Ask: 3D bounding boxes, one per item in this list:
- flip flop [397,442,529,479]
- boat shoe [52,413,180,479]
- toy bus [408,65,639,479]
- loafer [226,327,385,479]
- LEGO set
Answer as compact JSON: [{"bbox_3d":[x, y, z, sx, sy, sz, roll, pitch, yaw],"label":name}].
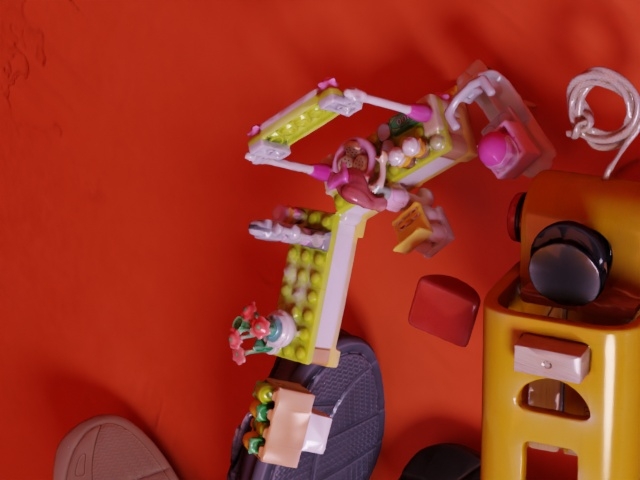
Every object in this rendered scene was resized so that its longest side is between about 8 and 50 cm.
[{"bbox_3d":[0.138,0.209,1.111,0.112,0.080,0.277,-59,37,0],"label":"flip flop"},{"bbox_3d":[-0.120,0.268,1.431,0.285,0.102,0.092,57,171,21],"label":"boat shoe"},{"bbox_3d":[0.133,0.049,0.964,0.202,0.104,0.191,48,123,2],"label":"toy bus"},{"bbox_3d":[-0.029,0.173,1.277,0.095,0.109,0.303,38,136,38],"label":"loafer"},{"bbox_3d":[0.000,0.000,1.087,0.287,0.107,0.132,-52,51,24],"label":"LEGO set"}]
